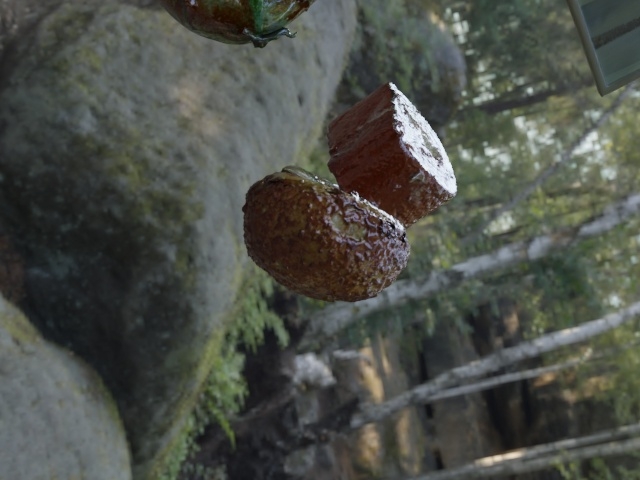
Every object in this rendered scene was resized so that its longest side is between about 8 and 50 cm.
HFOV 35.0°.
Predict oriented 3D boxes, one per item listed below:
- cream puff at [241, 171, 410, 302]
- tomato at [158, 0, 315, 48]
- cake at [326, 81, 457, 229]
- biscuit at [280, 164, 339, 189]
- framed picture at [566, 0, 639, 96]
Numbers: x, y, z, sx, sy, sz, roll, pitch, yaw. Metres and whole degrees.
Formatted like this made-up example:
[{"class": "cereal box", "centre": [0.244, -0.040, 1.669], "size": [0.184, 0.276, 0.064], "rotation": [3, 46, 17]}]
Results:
[{"class": "cream puff", "centre": [-0.001, 0.000, 1.392], "size": [0.240, 0.240, 0.164], "rotation": [-9, 118, -79]}, {"class": "tomato", "centre": [-0.120, -0.447, 1.475], "size": [0.239, 0.303, 0.303], "rotation": [-118, -175, -50]}, {"class": "cake", "centre": [0.117, -0.133, 1.685], "size": [0.177, 0.151, 0.283], "rotation": [50, 17, -24]}, {"class": "biscuit", "centre": [0.038, -0.070, 1.896], "size": [0.301, 0.043, 0.278], "rotation": [27, 11, -44]}, {"class": "framed picture", "centre": [0.540, -0.367, 1.572], "size": [0.213, 0.289, 0.016], "rotation": [56, 12, -39]}]
